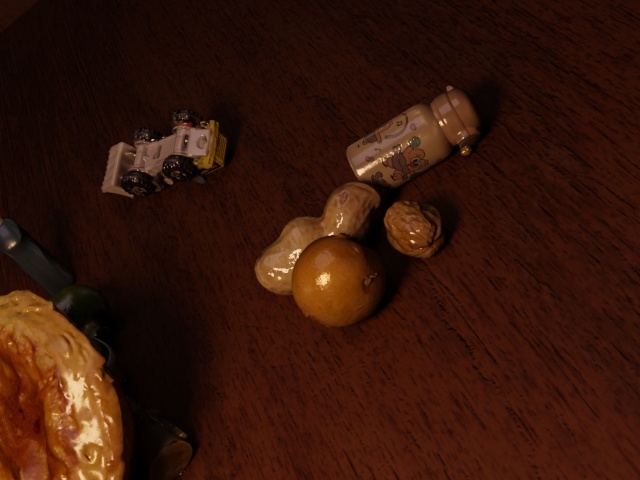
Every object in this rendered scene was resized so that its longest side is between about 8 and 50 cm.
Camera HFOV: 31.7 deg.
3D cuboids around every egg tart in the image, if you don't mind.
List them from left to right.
[{"bbox_3d":[-0.407,0.286,1.646,0.443,0.178,0.443,2,94,38],"label":"egg tart"}]

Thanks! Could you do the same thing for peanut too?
[{"bbox_3d":[0.000,0.000,1.715,0.228,0.104,0.085,-36,13,5],"label":"peanut"}]

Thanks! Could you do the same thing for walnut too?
[{"bbox_3d":[0.135,-0.018,1.622,0.082,0.079,0.096,-45,41,1],"label":"walnut"}]

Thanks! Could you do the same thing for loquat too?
[{"bbox_3d":[0.024,0.057,1.596,0.141,0.141,0.141,-26,37,22],"label":"loquat"}]

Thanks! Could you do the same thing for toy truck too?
[{"bbox_3d":[-0.299,-0.154,2.173,0.286,0.111,0.136,-13,59,39],"label":"toy truck"}]

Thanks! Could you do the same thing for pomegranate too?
[{"bbox_3d":[-0.412,0.142,1.954,0.122,0.122,0.161,-49,44,-11],"label":"pomegranate"}]

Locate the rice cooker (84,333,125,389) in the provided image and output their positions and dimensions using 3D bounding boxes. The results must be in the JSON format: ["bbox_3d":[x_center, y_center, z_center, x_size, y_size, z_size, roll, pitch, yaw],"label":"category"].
[{"bbox_3d":[-0.405,0.226,1.847,0.206,0.127,0.145,11,61,46],"label":"rice cooker"}]

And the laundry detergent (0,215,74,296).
[{"bbox_3d":[-0.558,0.021,2.147,0.061,0.206,0.097,-39,33,4],"label":"laundry detergent"}]

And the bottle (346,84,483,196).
[{"bbox_3d":[0.152,-0.150,1.739,0.209,0.097,0.110,-31,68,16],"label":"bottle"}]

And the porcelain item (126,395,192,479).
[{"bbox_3d":[-0.264,0.286,1.703,0.084,0.054,0.213,-45,33,-8],"label":"porcelain item"}]
